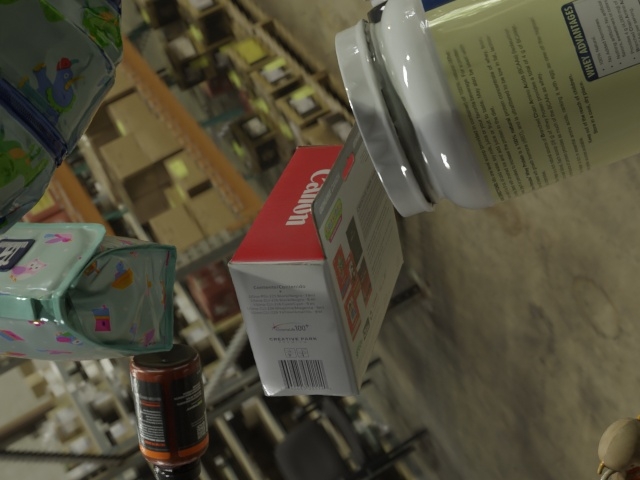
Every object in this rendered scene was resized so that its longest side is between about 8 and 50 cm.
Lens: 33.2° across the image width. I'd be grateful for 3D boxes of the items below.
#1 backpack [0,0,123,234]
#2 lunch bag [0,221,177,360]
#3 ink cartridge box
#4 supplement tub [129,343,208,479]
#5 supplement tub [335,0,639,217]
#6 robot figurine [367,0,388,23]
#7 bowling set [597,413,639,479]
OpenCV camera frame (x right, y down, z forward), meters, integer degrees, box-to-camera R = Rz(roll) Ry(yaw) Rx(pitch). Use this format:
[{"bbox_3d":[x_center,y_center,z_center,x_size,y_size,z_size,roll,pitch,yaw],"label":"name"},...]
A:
[{"bbox_3d":[-0.280,-0.146,0.566,0.355,0.273,0.290,46,156,-8],"label":"backpack"},{"bbox_3d":[-0.314,0.059,1.217,0.262,0.223,0.160,6,-93,-71],"label":"lunch bag"},{"bbox_3d":[0.000,0.000,1.392,0.309,0.130,0.272,-64,-33,-55],"label":"ink cartridge box"},{"bbox_3d":[-0.221,0.260,1.590,0.106,0.106,0.198,-149,52,-62],"label":"supplement tub"},{"bbox_3d":[0.200,-0.169,1.047,0.235,0.324,0.235,-20,-90,-78],"label":"supplement tub"},{"bbox_3d":[0.158,-0.253,1.299,0.209,0.173,0.278,-6,107,65],"label":"robot figurine"},{"bbox_3d":[0.233,0.293,0.872,0.200,0.287,0.154,36,164,40],"label":"bowling set"}]
